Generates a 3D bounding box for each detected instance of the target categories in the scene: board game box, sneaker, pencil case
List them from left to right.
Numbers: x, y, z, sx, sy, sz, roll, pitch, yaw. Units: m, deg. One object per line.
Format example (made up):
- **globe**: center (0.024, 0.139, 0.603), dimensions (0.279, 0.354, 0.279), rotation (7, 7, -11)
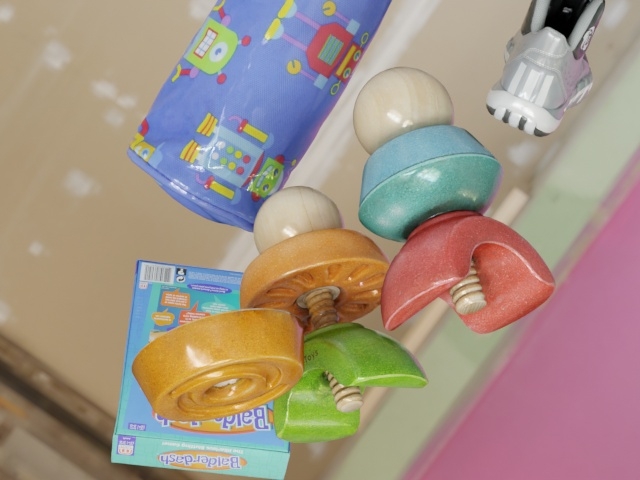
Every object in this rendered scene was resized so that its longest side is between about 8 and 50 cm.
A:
- **board game box**: center (-0.105, 0.118, 1.567), dimensions (0.160, 0.047, 0.210), rotation (7, -133, -5)
- **pencil case**: center (-0.032, -0.161, 1.277), dimensions (0.133, 0.306, 0.119), rotation (30, -179, 39)
- **sneaker**: center (0.214, -0.184, 1.458), dimensions (0.086, 0.132, 0.229), rotation (23, -153, 3)

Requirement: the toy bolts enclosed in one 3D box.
- **toy bolts**: center (0.000, 0.000, 0.991), dimensions (0.218, 0.228, 0.158), rotation (9, -125, -45)
